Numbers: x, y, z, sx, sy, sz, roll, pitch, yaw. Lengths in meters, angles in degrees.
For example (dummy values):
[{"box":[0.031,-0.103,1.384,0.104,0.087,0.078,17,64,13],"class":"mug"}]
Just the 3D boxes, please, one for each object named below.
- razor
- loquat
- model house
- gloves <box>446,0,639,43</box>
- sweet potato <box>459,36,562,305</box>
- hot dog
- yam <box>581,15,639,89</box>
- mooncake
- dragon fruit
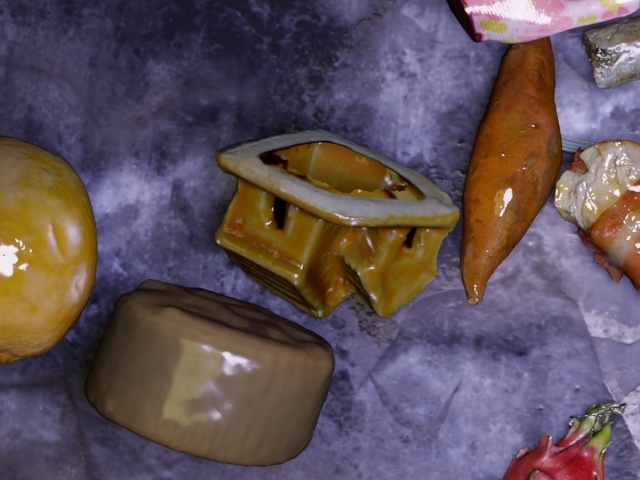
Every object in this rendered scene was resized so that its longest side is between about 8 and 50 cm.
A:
[{"box":[0.290,-0.123,1.225,0.191,0.037,0.068,17,82,16],"class":"razor"},{"box":[-0.415,0.017,1.302,0.276,0.276,0.283,0,64,15],"class":"loquat"},{"box":[0.006,0.007,1.232,0.268,0.173,0.239,28,127,15],"class":"model house"},{"box":[0.273,-0.310,1.164,0.241,0.145,0.126,-26,115,2],"class":"gloves"},{"box":[0.226,-0.096,1.158,0.112,0.112,0.359,15,82,14],"class":"sweet potato"},{"box":[0.371,-0.028,1.167,0.146,0.103,0.213,-42,88,29],"class":"hot dog"},{"box":[0.403,-0.235,1.182,0.179,0.078,0.078,-14,85,13],"class":"yam"},{"box":[-0.125,0.149,1.200,0.285,0.284,0.155,18,93,14],"class":"mooncake"},{"box":[0.290,0.289,1.175,0.236,0.135,0.137,-40,73,-8],"class":"dragon fruit"}]
